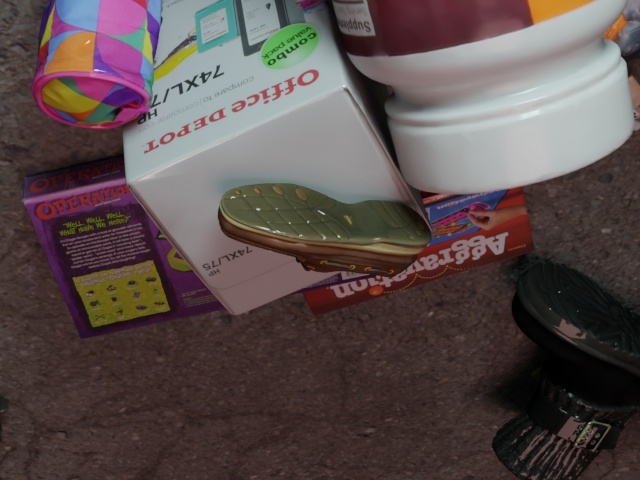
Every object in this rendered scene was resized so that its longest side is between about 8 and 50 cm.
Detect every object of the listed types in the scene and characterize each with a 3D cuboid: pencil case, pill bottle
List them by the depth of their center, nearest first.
[{"bbox_3d":[0.103,-0.248,0.880,0.224,0.224,0.392,-16,109,4],"label":"pill bottle"},{"bbox_3d":[-0.168,-0.207,0.962,0.104,0.236,0.104,5,157,2],"label":"pencil case"}]

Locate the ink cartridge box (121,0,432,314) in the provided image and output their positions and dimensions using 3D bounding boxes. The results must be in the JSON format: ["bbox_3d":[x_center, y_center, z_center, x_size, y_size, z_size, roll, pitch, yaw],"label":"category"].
[{"bbox_3d":[-0.048,-0.117,1.055,0.198,0.270,0.197,-23,136,11],"label":"ink cartridge box"}]

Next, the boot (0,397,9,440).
[{"bbox_3d":[-0.473,0.276,1.517,0.137,0.077,0.198,0,137,-20],"label":"boot"}]

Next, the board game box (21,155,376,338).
[{"bbox_3d":[-0.123,-0.013,1.289,0.346,0.056,0.208,-12,133,0],"label":"board game box"}]

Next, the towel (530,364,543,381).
[{"bbox_3d":[0.338,0.177,1.642,0.083,0.009,0.060,-31,135,18],"label":"towel"}]

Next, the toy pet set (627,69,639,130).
[{"bbox_3d":[0.327,-0.121,1.253,0.065,0.122,0.114,-37,113,15],"label":"toy pet set"}]

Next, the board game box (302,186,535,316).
[{"bbox_3d":[0.104,0.000,1.391,0.281,0.027,0.145,-17,138,5],"label":"board game box"}]

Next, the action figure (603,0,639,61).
[{"bbox_3d":[0.330,-0.249,1.064,0.330,0.178,0.341,-9,152,-28],"label":"action figure"}]

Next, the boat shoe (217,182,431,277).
[{"bbox_3d":[0.000,0.000,0.942,0.178,0.064,0.060,8,130,-24],"label":"boat shoe"}]

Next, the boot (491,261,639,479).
[{"bbox_3d":[0.304,0.191,1.544,0.348,0.131,0.260,30,118,-34],"label":"boot"}]
